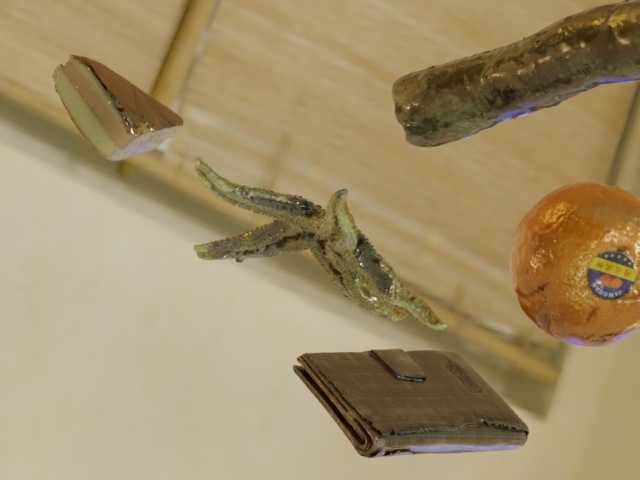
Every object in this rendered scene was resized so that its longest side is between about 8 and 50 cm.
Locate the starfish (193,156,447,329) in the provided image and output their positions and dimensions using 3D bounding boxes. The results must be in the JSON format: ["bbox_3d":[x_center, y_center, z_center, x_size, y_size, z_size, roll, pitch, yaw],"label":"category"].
[{"bbox_3d":[0.000,0.000,1.309,0.208,0.053,0.176,25,161,-7],"label":"starfish"}]

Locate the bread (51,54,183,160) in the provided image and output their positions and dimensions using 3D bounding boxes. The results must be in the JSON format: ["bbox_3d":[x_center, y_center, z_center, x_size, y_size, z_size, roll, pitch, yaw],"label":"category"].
[{"bbox_3d":[-0.150,-0.089,1.378,0.109,0.062,0.043,33,121,-31],"label":"bread"}]

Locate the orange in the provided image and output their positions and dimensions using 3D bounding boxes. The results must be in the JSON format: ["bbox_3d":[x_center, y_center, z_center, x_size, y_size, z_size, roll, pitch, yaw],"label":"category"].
[{"bbox_3d":[0.218,0.018,1.514,0.136,0.135,0.117,27,-177,-18],"label":"orange"}]

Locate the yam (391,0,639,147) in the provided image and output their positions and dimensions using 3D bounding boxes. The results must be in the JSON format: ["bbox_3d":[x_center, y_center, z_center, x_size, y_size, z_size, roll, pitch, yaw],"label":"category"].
[{"bbox_3d":[0.158,-0.118,1.271,0.253,0.061,0.061,-15,142,40],"label":"yam"}]

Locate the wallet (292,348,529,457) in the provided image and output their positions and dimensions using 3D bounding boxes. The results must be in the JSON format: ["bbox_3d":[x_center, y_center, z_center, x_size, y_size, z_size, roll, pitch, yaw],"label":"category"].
[{"bbox_3d":[0.085,0.148,1.697,0.230,0.042,0.124,2,-144,-47],"label":"wallet"}]
